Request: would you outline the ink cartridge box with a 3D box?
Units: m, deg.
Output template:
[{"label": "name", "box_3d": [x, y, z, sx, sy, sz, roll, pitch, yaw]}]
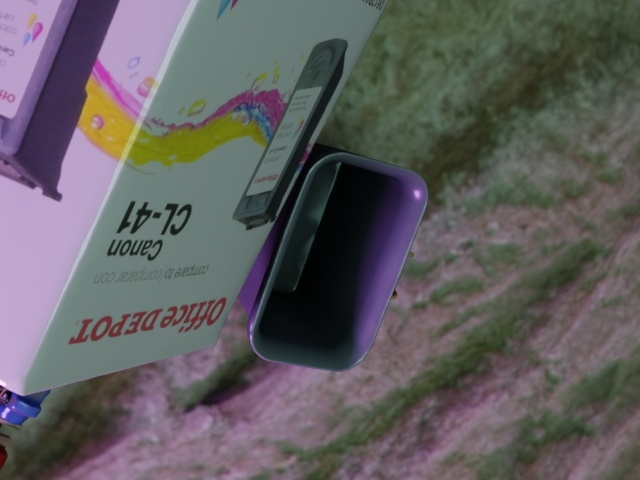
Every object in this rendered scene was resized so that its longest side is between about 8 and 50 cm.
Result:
[{"label": "ink cartridge box", "box_3d": [-0.079, -0.095, 0.635, 0.306, 0.131, 0.226, -65, 163, 10]}]

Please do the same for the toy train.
[{"label": "toy train", "box_3d": [-0.212, 0.135, 0.786, 0.027, 0.036, 0.158, 31, 96, -32]}]

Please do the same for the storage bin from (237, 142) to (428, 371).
[{"label": "storage bin", "box_3d": [0.000, 0.000, 0.796, 0.098, 0.091, 0.135, 12, 106, -29]}]
